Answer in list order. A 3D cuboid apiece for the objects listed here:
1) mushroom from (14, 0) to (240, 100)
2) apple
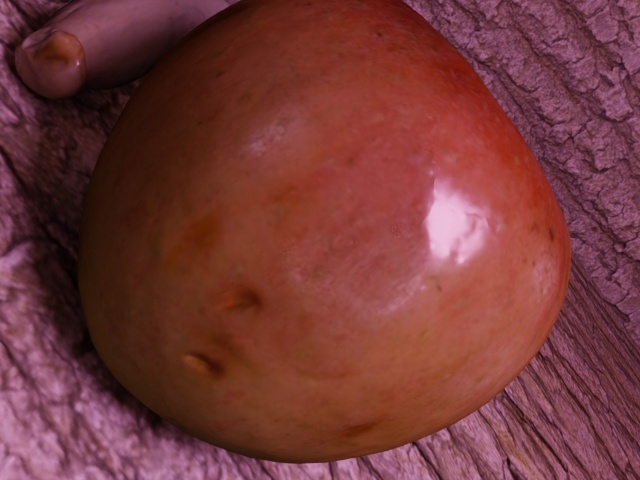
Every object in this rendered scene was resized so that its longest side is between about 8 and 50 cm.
[{"bbox_3d":[-0.153,-0.199,0.770,0.351,0.109,0.097,-59,131,-65],"label":"mushroom"},{"bbox_3d":[0.000,0.000,0.606,0.338,0.305,0.338,49,11,-13],"label":"apple"}]
